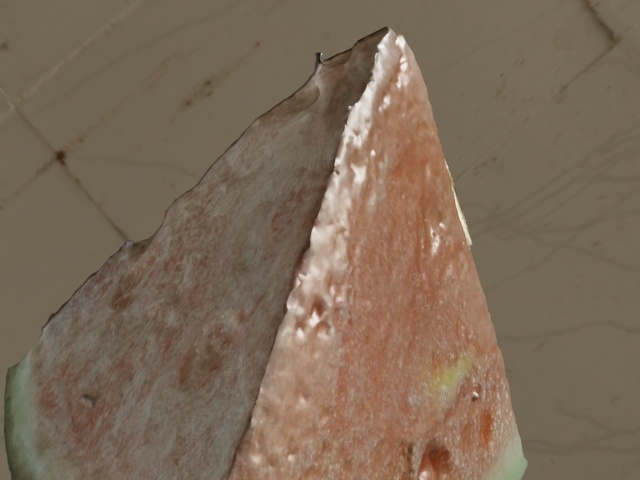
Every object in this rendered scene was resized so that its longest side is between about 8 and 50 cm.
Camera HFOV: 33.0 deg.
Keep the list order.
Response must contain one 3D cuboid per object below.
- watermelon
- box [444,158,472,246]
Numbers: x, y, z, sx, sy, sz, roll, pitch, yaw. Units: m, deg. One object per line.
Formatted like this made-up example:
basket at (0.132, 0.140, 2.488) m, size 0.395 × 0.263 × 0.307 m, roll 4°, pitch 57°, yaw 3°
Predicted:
watermelon at (0.005, 0.074, 0.553) m, size 0.283 × 0.293 × 0.250 m, roll 1°, pitch -136°, yaw -30°
box at (0.000, 0.000, 0.982) m, size 0.168 × 0.212 × 0.095 m, roll -19°, pitch -87°, yaw -39°
